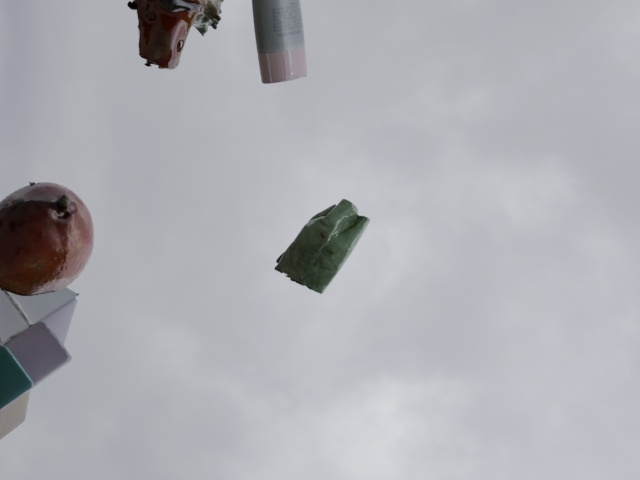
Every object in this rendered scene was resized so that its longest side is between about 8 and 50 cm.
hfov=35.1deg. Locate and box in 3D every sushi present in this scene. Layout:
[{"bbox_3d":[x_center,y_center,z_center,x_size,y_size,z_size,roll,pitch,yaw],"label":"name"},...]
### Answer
[{"bbox_3d":[-0.116,-0.252,0.856,0.097,0.103,0.225,7,-96,45],"label":"sushi"}]

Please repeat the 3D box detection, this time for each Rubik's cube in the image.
[{"bbox_3d":[-0.642,0.186,1.825,0.387,0.368,0.358,-34,-85,36],"label":"Rubik's cube"}]

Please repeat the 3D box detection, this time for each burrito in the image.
[{"bbox_3d":[0.002,0.002,1.176,0.074,0.044,0.118,38,-77,18],"label":"burrito"}]

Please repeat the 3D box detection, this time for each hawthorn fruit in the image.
[{"bbox_3d":[-0.408,-0.004,1.484,0.188,0.169,0.169,-31,-106,45],"label":"hawthorn fruit"}]

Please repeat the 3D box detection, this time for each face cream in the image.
[{"bbox_3d":[-0.064,-0.336,1.508,0.057,0.084,0.198,14,-65,48],"label":"face cream"}]
